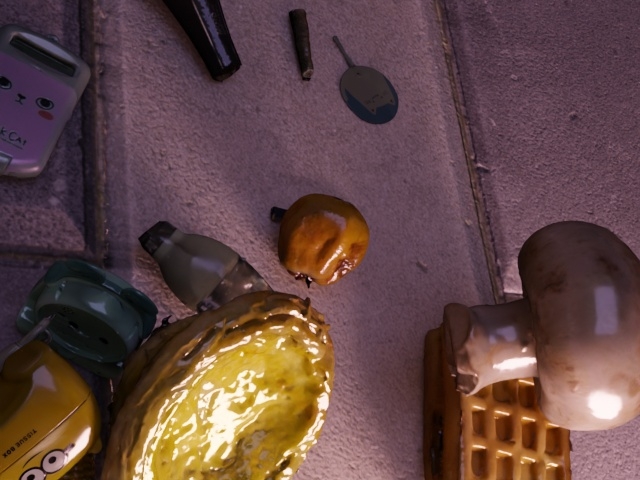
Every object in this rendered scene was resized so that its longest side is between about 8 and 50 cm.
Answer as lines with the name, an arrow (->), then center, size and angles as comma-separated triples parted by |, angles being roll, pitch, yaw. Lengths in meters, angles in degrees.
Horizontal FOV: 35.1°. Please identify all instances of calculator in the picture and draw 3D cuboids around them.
calculator -> -0.404, -0.190, 1.358 | 0.141, 0.045, 0.246 | 28, 54, -16

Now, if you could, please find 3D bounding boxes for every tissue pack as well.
tissue pack -> -0.321, 0.204, 1.065 | 0.178, 0.123, 0.127 | -39, 114, -17

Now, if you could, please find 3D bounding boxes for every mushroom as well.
mushroom -> 0.313, 0.122, 1.387 | 0.289, 0.297, 0.298 | -7, 64, 7

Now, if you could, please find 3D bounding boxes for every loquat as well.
loquat -> 0.000, 0.000, 1.451 | 0.137, 0.113, 0.137 | -5, 103, -21

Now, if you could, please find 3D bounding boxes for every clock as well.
clock -> -0.273, 0.087, 1.200 | 0.148, 0.188, 0.060 | 31, 53, -11

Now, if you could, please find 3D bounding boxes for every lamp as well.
lamp -> -0.134, 0.062, 1.352 | 0.250, 0.101, 0.101 | 40, 52, -9

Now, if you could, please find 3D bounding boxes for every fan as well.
fan -> 0.067, -0.272, 1.703 | 0.113, 0.005, 0.175 | -26, 82, -37

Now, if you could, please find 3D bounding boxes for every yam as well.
yam -> -0.026, -0.321, 1.661 | 0.033, 0.027, 0.130 | 1, 66, -29

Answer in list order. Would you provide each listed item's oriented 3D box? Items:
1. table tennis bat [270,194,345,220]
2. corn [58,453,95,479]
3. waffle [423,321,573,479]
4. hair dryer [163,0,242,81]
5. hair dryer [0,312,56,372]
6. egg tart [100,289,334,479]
table tennis bat -> -0.003, -0.029, 1.531 | 0.158, 0.014, 0.095 | 10, 63, -28
corn -> -0.298, 0.286, 1.144 | 0.091, 0.091, 0.260 | -5, 62, -6
waffle -> 0.258, 0.287, 1.471 | 0.224, 0.098, 0.328 | 16, 60, -22
hair dryer -> -0.132, -0.433, 1.628 | 0.359, 0.120, 0.304 | -31, 92, -47
hair dryer -> -0.408, 0.146, 1.133 | 0.167, 0.067, 0.199 | 22, 84, -8
egg tart -> -0.128, 0.203, 1.203 | 0.345, 0.346, 0.132 | -21, 34, -36
